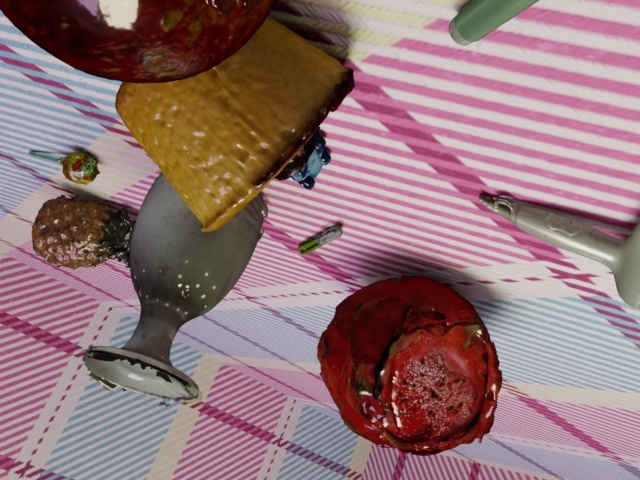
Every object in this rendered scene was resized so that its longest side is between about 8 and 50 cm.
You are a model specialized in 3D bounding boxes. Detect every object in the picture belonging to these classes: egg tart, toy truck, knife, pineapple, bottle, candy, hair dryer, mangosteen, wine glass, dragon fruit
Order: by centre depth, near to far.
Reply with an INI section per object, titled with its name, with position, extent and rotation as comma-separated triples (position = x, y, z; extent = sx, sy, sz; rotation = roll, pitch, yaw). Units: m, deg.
[mangosteen]
position = -0.139, -0.225, 0.385
extent = 0.257, 0.215, 0.215
rotation = 36, 163, 21
[bottle]
position = 0.133, -0.177, 0.451
extent = 0.030, 0.030, 0.083
rotation = 30, 157, -19
[egg tart]
position = -0.083, -0.122, 0.564
extent = 0.171, 0.215, 0.215
rotation = 40, 154, -14
[hair dryer]
position = 0.282, -0.027, 0.642
extent = 0.237, 0.075, 0.206
rotation = 19, 152, 28
[toy truck]
position = -0.038, -0.110, 0.742
extent = 0.090, 0.056, 0.073
rotation = 28, 167, 20
[wine glass]
position = -0.204, 0.048, 0.872
extent = 0.190, 0.357, 0.190
rotation = 11, 146, 8
[dragon fruit]
position = 0.142, 0.205, 0.986
extent = 0.295, 0.295, 0.302
rotation = 27, 161, -12
[knife]
position = 0.000, 0.000, 0.992
extent = 0.022, 0.026, 0.184
rotation = 65, 154, 1
[candy]
position = -0.474, -0.143, 1.080
extent = 0.201, 0.060, 0.060
rotation = 17, 159, 35
[pineapple]
position = -0.438, -0.009, 1.238
extent = 0.279, 0.158, 0.158
rotation = 7, 156, 6
